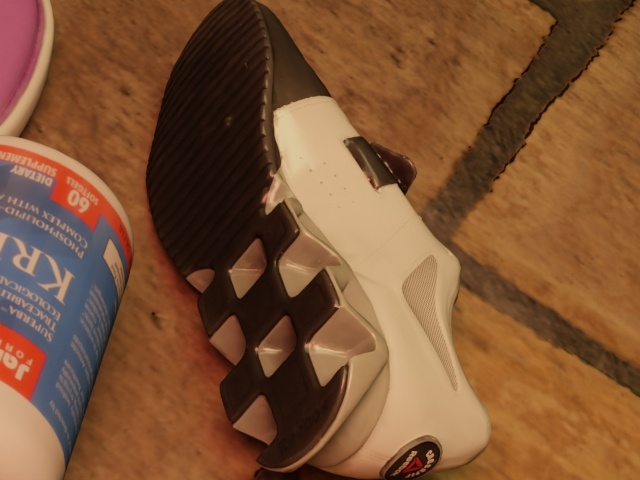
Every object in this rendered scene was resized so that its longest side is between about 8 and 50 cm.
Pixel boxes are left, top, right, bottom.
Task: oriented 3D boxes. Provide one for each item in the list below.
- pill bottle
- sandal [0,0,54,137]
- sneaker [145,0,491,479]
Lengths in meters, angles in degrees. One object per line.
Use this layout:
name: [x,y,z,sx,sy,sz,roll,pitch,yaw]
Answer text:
pill bottle: [-0.167,0.065,0.706,0.124,0.124,0.221,20,44,-9]
sandal: [-0.264,-0.076,0.801,0.169,0.102,0.416,32,44,3]
sneaker: [0.000,0.000,0.872,0.146,0.122,0.330,17,41,-37]
